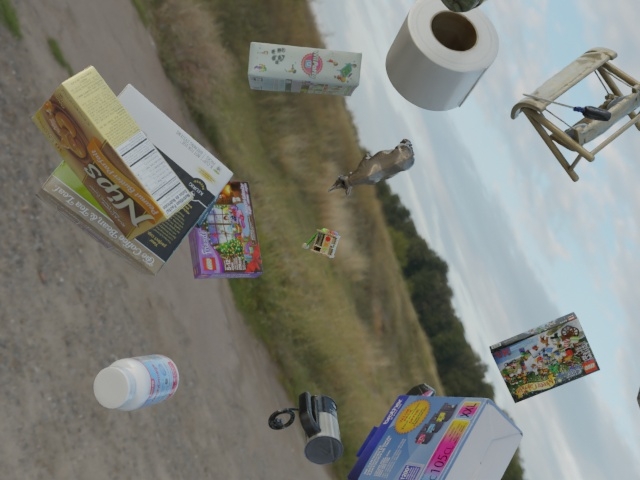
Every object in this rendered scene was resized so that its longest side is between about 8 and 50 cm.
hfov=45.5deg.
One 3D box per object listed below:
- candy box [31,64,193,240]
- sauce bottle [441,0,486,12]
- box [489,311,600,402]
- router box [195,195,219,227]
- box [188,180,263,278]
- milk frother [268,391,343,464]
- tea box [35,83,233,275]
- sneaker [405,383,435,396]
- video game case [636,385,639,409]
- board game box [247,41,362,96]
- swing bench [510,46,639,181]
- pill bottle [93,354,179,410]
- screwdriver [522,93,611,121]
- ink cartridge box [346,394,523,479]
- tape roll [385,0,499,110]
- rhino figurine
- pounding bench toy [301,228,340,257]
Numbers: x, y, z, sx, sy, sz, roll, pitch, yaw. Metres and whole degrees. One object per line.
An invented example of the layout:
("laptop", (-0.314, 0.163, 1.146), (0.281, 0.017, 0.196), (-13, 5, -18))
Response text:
("candy box", (-0.413, -0.163, 1.509), (0.316, 0.182, 0.087), (53, 52, -13))
("sauce bottle", (0.395, -0.614, 1.706), (0.111, 0.344, 0.112), (29, -40, 28))
("box", (0.571, 0.300, 1.946), (0.159, 0.233, 0.044), (62, 12, -13))
("router box", (-0.334, -0.110, 2.113), (0.123, 0.038, 0.092), (-63, 154, -26))
("box", (-0.287, -0.034, 2.227), (0.057, 0.200, 0.294), (-33, -117, 52))
("milk frother", (-0.035, 0.418, 1.664), (0.129, 0.143, 0.135), (39, 18, -22))
("tea box", (-0.454, -0.137, 1.858), (0.329, 0.324, 0.220), (41, -17, -18))
("sneaker", (0.260, 0.473, 2.103), (0.077, 0.178, 0.072), (33, 18, -24))
("video game case", (0.578, 0.234, 1.335), (0.087, 0.011, 0.122), (-16, 119, -71))
("board game box", (-0.048, -0.476, 2.145), (0.224, 0.303, 0.098), (-140, -125, -85))
("swing bench", (0.665, -0.334, 1.920), (0.255, 0.253, 0.165), (51, -8, 14))
("pill bottle", (-0.312, 0.241, 1.291), (0.160, 0.087, 0.087), (13, 56, -74))
("screwdriver", (0.455, -0.246, 1.412), (0.024, 0.169, 0.025), (146, -46, -88))
("ink cartridge box", (0.244, 0.515, 1.815), (0.151, 0.270, 0.395), (47, -30, -15))
("tape roll", (0.304, -0.474, 1.925), (0.169, 0.246, 0.246), (120, -45, -60))
("rhino figurine", (0.128, -0.177, 1.907), (0.106, 0.243, 0.073), (-102, 168, -72))
("pounding bench toy", (0.000, 0.000, 1.925), (0.052, 0.083, 0.065), (7, 100, -75))
